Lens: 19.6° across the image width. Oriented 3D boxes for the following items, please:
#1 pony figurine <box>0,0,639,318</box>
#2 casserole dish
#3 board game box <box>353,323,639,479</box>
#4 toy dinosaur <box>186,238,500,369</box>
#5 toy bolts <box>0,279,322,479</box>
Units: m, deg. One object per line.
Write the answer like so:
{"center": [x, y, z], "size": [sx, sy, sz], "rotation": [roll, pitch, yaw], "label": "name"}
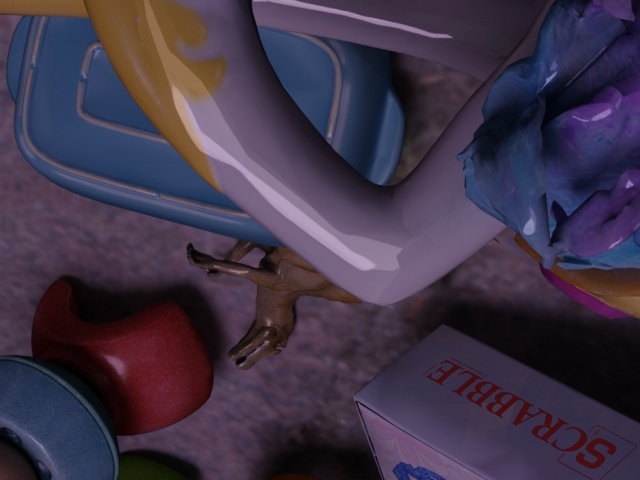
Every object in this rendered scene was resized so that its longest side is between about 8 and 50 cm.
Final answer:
{"center": [0.132, -0.089, 0.448], "size": [0.363, 0.303, 0.351], "rotation": [35, 97, 6], "label": "pony figurine"}
{"center": [-0.057, -0.061, 0.811], "size": [0.188, 0.037, 0.114], "rotation": [14, 100, 12], "label": "casserole dish"}
{"center": [0.177, 0.223, 0.829], "size": [0.319, 0.066, 0.318], "rotation": [27, 146, 45], "label": "board game box"}
{"center": [0.000, 0.000, 0.869], "size": [0.092, 0.053, 0.183], "rotation": [32, 140, -23], "label": "toy dinosaur"}
{"center": [-0.099, 0.154, 0.920], "size": [0.218, 0.158, 0.228], "rotation": [5, 127, 37], "label": "toy bolts"}
